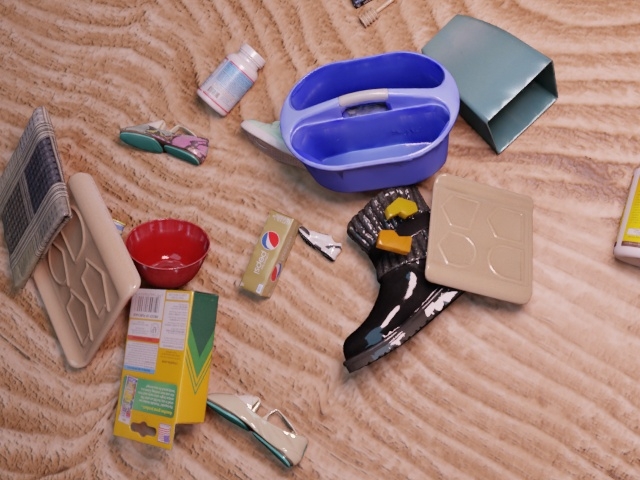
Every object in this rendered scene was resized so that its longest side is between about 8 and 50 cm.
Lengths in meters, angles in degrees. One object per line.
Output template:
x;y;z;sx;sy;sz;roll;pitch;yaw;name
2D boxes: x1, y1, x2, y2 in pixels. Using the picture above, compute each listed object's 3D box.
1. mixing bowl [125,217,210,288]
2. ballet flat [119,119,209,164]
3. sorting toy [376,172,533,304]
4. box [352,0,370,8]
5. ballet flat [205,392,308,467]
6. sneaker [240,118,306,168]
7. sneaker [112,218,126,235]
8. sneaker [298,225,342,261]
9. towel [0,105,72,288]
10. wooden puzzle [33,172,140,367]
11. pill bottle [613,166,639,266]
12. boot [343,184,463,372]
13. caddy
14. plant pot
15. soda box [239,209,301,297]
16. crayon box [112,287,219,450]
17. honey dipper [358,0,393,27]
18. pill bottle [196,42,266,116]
-0.335;0.041;1.553;0.182;0.181;0.098;23;130;19;mixing bowl
-0.360;-0.240;1.650;0.222;0.077;0.079;17;67;14;ballet flat
0.261;-0.014;1.349;0.308;0.041;0.228;15;64;-8;sorting toy
0.103;-0.573;1.590;0.083;0.018;0.067;-24;75;12;box
-0.130;0.375;1.471;0.249;0.086;0.086;32;91;18;ballet flat
-0.045;-0.247;1.546;0.256;0.094;0.151;25;78;24;sneaker
-0.534;-0.030;1.669;0.144;0.053;0.059;11;86;19;sneaker
0.000;0.000;1.515;0.109;0.040;0.043;36;76;16;sneaker
-0.669;-0.094;1.643;0.324;0.056;0.312;-43;59;37;towel
-0.524;0.070;1.588;0.348;0.081;0.322;-47;64;36;wooden puzzle
0.622;-0.059;1.291;0.117;0.117;0.214;15;85;19;pill bottle
0.123;0.071;1.404;0.348;0.131;0.260;-39;77;-8;boot
0.096;-0.232;1.351;0.342;0.179;0.241;-8;65;11;caddy
0.326;-0.331;1.412;0.165;0.166;0.234;-44;64;6;plant pot
-0.107;0.030;1.525;0.058;0.061;0.181;23;88;19;soda box
-0.332;0.267;1.507;0.203;0.083;0.322;-1;79;39;crayon box
0.157;-0.533;1.564;0.161;0.030;0.030;-36;72;4;honey dipper
-0.201;-0.370;1.610;0.087;0.087;0.160;44;94;19;pill bottle
